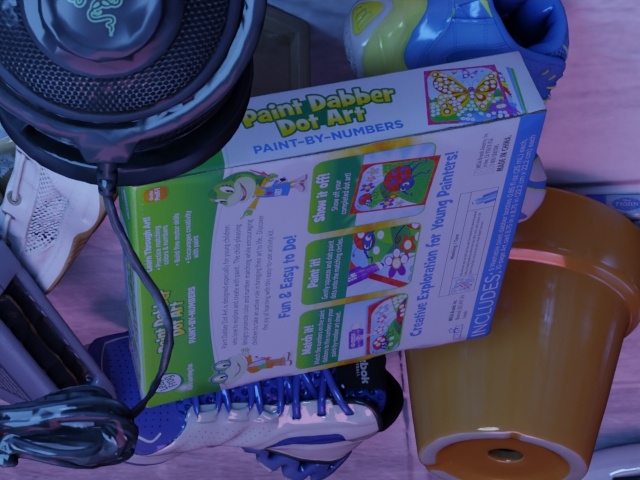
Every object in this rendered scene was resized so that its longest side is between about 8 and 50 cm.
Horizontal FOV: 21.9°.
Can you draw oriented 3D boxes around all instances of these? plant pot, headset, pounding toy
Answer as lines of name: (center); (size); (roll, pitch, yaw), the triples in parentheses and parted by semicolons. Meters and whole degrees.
plant pot: (0.146, 0.086, 1.278); (0.205, 0.188, 0.205); (6, 153, 3)
headset: (-0.119, -0.097, 0.731); (0.185, 0.394, 0.243); (0, 174, -4)
pounding toy: (-0.067, -0.076, 1.049); (0.141, 0.130, 0.100); (20, 146, -35)

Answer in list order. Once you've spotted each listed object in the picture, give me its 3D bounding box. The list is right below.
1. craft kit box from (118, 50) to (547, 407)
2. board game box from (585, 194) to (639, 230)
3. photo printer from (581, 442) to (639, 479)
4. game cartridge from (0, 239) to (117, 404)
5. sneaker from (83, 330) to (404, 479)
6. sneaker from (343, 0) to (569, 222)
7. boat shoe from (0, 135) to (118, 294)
craft kit box: (0.000, 0.000, 1.034); (0.247, 0.061, 0.250); (-13, 147, -13)
board game box: (0.249, -0.008, 1.309); (0.090, 0.020, 0.090); (1, 152, 1)
photo printer: (0.400, 0.305, 1.819); (0.256, 0.107, 0.307); (-5, 152, 6)
game cartridge: (-0.282, 0.044, 1.260); (0.198, 0.062, 0.297); (28, 161, 25)
sneaker: (-0.044, 0.122, 1.457); (0.315, 0.127, 0.182); (14, 146, -40)
sneaker: (0.120, -0.089, 1.074); (0.126, 0.091, 0.240); (-17, 148, 27)
boat shoe: (-0.195, -0.040, 1.168); (0.096, 0.098, 0.277); (30, 153, -8)
